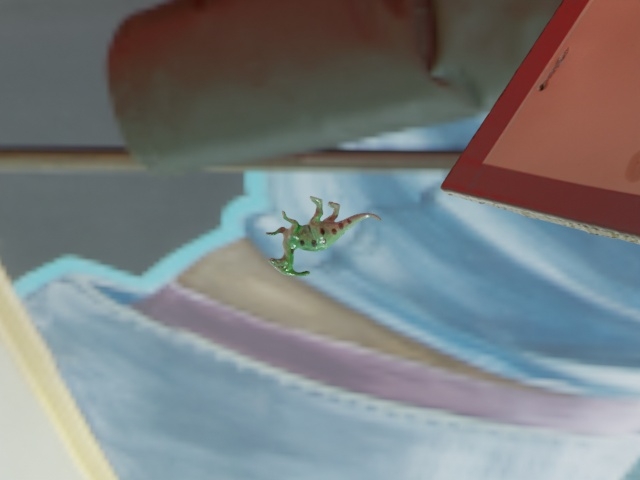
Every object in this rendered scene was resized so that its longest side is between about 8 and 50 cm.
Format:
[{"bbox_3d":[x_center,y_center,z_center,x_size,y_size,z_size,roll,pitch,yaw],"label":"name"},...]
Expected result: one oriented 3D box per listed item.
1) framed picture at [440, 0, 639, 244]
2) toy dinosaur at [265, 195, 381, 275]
[{"bbox_3d":[0.260,-0.117,1.339,0.016,0.347,0.265,40,77,-32],"label":"framed picture"},{"bbox_3d":[0.000,0.000,1.340,0.021,0.083,0.062,131,-27,-87],"label":"toy dinosaur"}]
